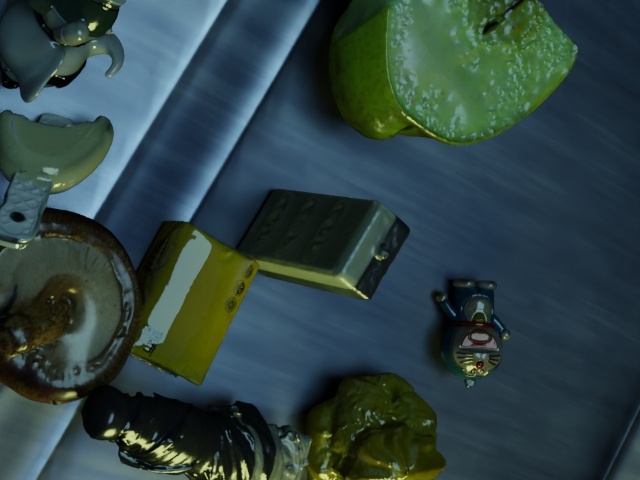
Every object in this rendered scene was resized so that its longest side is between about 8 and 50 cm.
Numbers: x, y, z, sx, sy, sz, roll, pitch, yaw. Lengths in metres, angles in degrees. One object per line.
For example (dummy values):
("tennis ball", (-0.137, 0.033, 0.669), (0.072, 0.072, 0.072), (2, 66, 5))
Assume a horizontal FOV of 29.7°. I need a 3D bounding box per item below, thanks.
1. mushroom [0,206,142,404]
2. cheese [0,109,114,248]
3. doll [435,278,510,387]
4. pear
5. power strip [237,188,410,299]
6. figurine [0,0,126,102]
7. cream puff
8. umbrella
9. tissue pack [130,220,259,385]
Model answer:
("mushroom", (-0.306, 0.066, 1.324), (0.194, 0.138, 0.231), (-51, 120, -39))
("cheese", (-0.299, -0.070, 1.283), (0.127, 0.235, 0.050), (16, 129, -10))
("doll", (0.212, 0.130, 1.691), (0.114, 0.085, 0.152), (7, 83, -10))
("pear", (0.139, -0.235, 1.543), (0.286, 0.176, 0.282), (42, 76, -25))
("power strip", (0.000, 0.000, 1.432), (0.070, 0.256, 0.105), (37, 76, -30))
("figurine", (-0.278, -0.222, 1.283), (0.126, 0.192, 0.147), (26, 45, -44))
("cream puff", (0.075, 0.286, 1.572), (0.194, 0.194, 0.221), (-14, 101, -30))
("umbrella", (-0.149, 0.232, 1.429), (0.357, 0.106, 0.113), (29, 85, -49))
("tissue pack", (-0.165, 0.074, 1.441), (0.120, 0.082, 0.169), (32, 79, -30))
